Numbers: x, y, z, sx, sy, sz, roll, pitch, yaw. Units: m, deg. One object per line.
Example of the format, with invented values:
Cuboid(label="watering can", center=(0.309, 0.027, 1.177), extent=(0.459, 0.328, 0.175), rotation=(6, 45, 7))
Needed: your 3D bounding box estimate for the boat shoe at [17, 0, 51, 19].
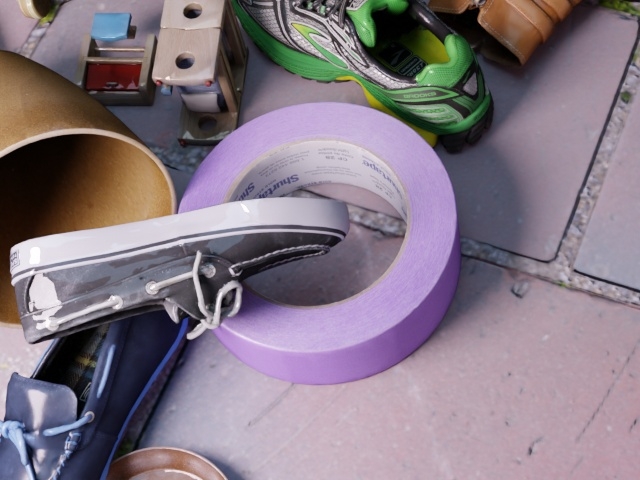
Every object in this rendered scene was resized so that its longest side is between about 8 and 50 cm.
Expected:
Cuboid(label="boat shoe", center=(-0.357, -0.315, 1.485), extent=(0.048, 0.056, 0.153), rotation=(-22, 59, 8))

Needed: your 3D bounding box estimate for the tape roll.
Cuboid(label="tape roll", center=(0.000, 0.000, 1.241), extent=(0.275, 0.090, 0.274), rotation=(-4, 62, 8))

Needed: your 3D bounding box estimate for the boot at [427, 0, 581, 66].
Cuboid(label="boot", center=(0.265, -0.278, 1.330), extent=(0.283, 0.109, 0.220), rotation=(25, 68, 22))

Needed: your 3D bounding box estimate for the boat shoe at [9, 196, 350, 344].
Cuboid(label="boat shoe", center=(-0.118, 0.032, 1.124), extent=(0.306, 0.113, 0.104), rotation=(-9, 78, -14))

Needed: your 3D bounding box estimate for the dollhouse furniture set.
Cuboid(label="dollhouse furniture set", center=(-0.184, -0.187, 1.345), extent=(0.184, 0.129, 0.128), rotation=(1, 63, 9))

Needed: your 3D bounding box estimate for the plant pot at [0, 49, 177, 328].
Cuboid(label="plant pot", center=(-0.300, -0.080, 1.275), extent=(0.237, 0.237, 0.254), rotation=(-29, 47, -7))

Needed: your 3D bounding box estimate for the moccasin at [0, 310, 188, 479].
Cuboid(label="moccasin", center=(-0.255, 0.155, 1.173), extent=(0.138, 0.117, 0.342), rotation=(6, 57, 32))

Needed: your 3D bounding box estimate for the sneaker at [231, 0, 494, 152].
Cuboid(label="sneaker", center=(0.039, -0.237, 1.327), extent=(0.344, 0.146, 0.134), rotation=(32, 72, 23))

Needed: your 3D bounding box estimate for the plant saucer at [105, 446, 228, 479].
Cuboid(label="plant saucer", center=(-0.151, 0.274, 1.155), extent=(0.169, 0.029, 0.168), rotation=(-3, 62, 6))
